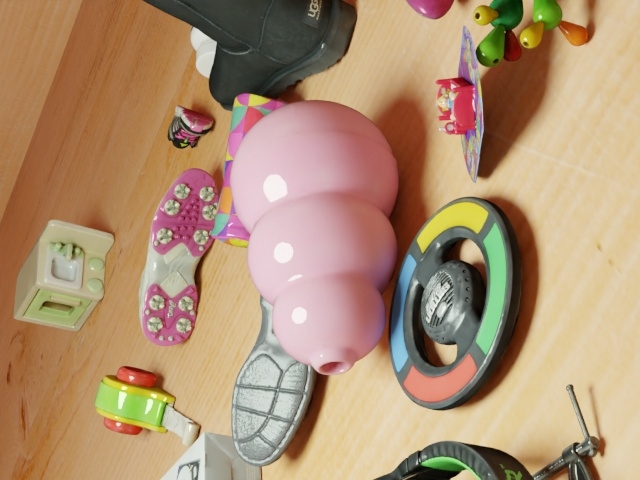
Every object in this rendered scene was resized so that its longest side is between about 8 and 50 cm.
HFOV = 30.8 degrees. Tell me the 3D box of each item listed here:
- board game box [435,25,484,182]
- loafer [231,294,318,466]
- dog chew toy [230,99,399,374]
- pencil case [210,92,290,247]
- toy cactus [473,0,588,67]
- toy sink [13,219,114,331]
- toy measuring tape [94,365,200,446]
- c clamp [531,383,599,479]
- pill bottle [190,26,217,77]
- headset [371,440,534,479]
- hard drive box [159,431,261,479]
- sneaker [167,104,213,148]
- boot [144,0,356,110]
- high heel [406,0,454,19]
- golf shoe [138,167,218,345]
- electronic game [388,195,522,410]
[{"bbox_3d":[0.145,-0.142,1.244,0.169,0.033,0.133,86,179,-60],"label":"board game box"},{"bbox_3d":[-0.037,0.145,1.520,0.109,0.095,0.302,9,86,25],"label":"loafer"},{"bbox_3d":[0.000,0.000,1.368,0.206,0.206,0.332,-45,42,48],"label":"dog chew toy"},{"bbox_3d":[-0.101,-0.105,1.745,0.104,0.104,0.236,-4,74,64],"label":"pencil case"},{"bbox_3d":[0.227,-0.280,1.198,0.180,0.112,0.219,-96,24,-74],"label":"toy cactus"},{"bbox_3d":[-0.560,0.084,2.535,0.234,0.152,0.131,-47,37,43],"label":"toy sink"},{"bbox_3d":[-0.305,0.282,1.946,0.330,0.121,0.121,13,89,65],"label":"toy measuring tape"},{"bbox_3d":[0.202,0.230,1.039,0.161,0.022,0.137,-52,39,37],"label":"c clamp"},{"bbox_3d":[-0.173,-0.378,2.037,0.108,0.108,0.180,-41,42,50],"label":"pill bottle"},{"bbox_3d":[0.059,0.340,1.075,0.394,0.185,0.243,-53,33,43],"label":"headset"},{"bbox_3d":[-0.170,0.405,1.627,0.232,0.089,0.181,-50,34,43],"label":"hard drive box"},{"bbox_3d":[-0.244,-0.202,2.143,0.170,0.063,0.075,-143,70,-68],"label":"sneaker"},{"bbox_3d":[-0.225,-0.359,1.708,0.367,0.445,0.146,-22,53,55],"label":"boot"},{"bbox_3d":[0.149,-0.380,1.405,0.117,0.082,0.244,120,166,-50],"label":"high heel"},{"bbox_3d":[-0.258,0.024,1.994,0.140,0.115,0.306,8,83,68],"label":"golf shoe"},{"bbox_3d":[0.137,0.065,1.225,0.229,0.048,0.229,-41,42,50],"label":"electronic game"}]
